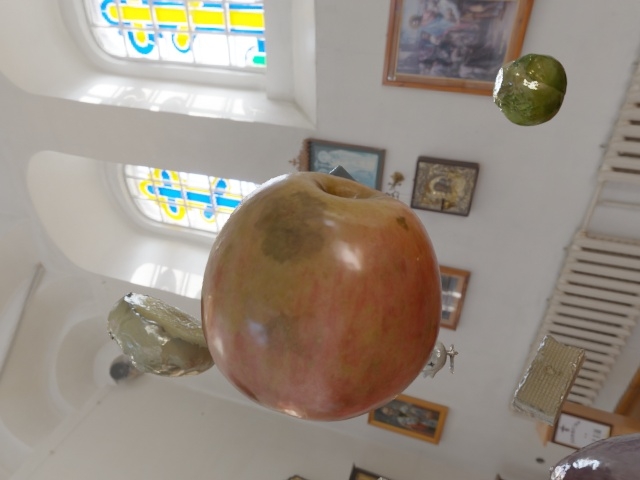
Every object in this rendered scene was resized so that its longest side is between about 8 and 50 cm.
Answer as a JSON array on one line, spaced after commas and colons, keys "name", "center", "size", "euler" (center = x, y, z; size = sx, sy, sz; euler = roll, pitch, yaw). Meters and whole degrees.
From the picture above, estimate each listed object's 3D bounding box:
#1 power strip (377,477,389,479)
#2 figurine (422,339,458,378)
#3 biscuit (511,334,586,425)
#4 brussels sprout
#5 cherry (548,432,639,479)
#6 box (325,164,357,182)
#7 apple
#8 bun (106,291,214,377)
[{"name": "power strip", "center": [0.071, 0.340, 0.495], "size": [0.048, 0.030, 0.191], "euler": [-62, -5, 9]}, {"name": "figurine", "center": [0.241, 0.266, 1.016], "size": [0.132, 0.153, 0.133], "euler": [3, -90, -71]}, {"name": "biscuit", "center": [0.596, 0.356, 1.134], "size": [0.239, 0.108, 0.062], "euler": [-44, -47, -28]}, {"name": "brussels sprout", "center": [0.438, -0.313, 0.915], "size": [0.117, 0.154, 0.155], "euler": [-87, 5, -82]}, {"name": "cherry", "center": [0.326, 0.270, 0.356], "size": [0.213, 0.266, 0.184], "euler": [-33, -53, -25]}, {"name": "box", "center": [0.050, -0.201, 1.827], "size": [0.130, 0.162, 0.227], "euler": [-49, 7, -32]}, {"name": "apple", "center": [-0.001, 0.067, 0.652], "size": [0.364, 0.363, 0.365], "euler": [10, -90, -72]}, {"name": "bun", "center": [-0.378, 0.243, 1.052], "size": [0.146, 0.287, 0.287], "euler": [-59, -20, -3]}]
